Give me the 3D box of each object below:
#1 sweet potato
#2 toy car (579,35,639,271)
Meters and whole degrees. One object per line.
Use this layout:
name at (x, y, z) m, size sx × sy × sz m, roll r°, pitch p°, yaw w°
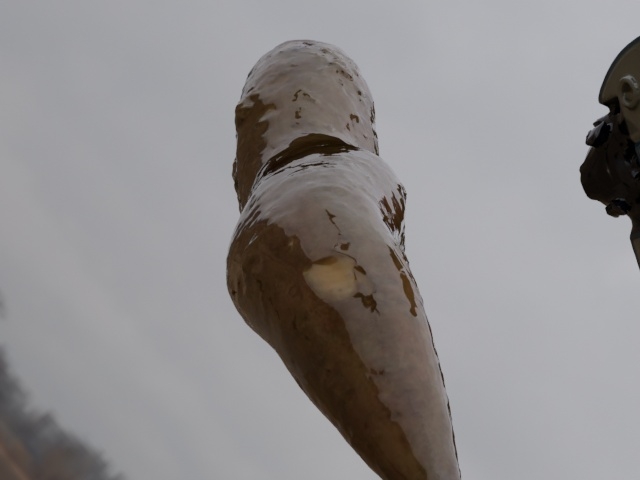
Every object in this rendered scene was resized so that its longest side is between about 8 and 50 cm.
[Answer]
sweet potato at (0.000, 0.000, 0.591) m, size 0.281 × 0.059 × 0.067 m, roll -98°, pitch 178°, yaw -70°
toy car at (0.285, -0.003, 1.136) m, size 0.198 × 0.166 × 0.314 m, roll -28°, pitch -103°, yaw 63°
